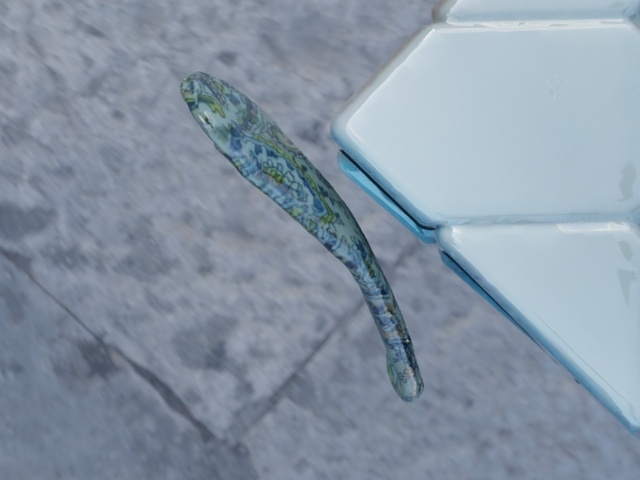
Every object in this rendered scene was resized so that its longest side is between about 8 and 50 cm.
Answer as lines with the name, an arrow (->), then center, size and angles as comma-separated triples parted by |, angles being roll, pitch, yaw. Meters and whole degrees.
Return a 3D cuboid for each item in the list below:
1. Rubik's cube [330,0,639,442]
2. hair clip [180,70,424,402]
Rubik's cube -> 0.224, -0.059, 1.143 | 0.322, 0.316, 0.319 | 43, 91, 2
hair clip -> 0.002, -0.002, 1.031 | 0.036, 0.066, 0.229 | -31, 119, 9
